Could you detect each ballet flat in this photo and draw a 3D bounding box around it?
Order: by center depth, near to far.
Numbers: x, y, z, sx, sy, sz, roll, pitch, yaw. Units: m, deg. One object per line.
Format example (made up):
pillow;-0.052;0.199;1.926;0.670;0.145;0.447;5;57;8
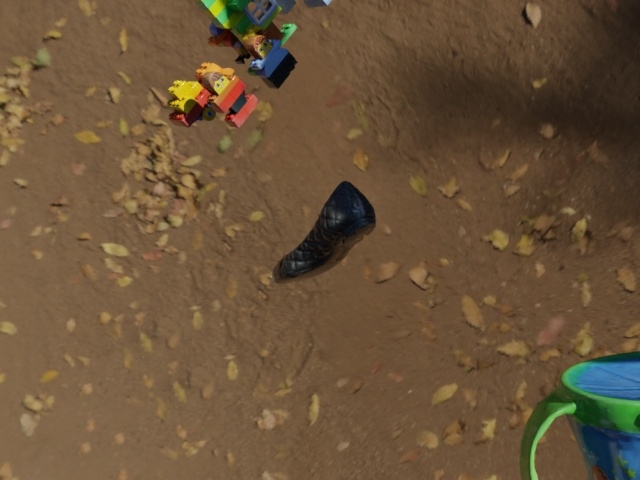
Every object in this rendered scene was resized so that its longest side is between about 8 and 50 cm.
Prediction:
ballet flat;0.000;0.000;0.749;0.173;0.057;0.049;-42;66;49

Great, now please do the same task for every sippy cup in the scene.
sippy cup;0.404;0.260;0.868;0.305;0.240;0.224;-5;94;34

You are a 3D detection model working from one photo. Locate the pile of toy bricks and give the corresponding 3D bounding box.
pile of toy bricks;-0.075;-0.206;0.680;0.118;0.105;0.212;17;68;53
